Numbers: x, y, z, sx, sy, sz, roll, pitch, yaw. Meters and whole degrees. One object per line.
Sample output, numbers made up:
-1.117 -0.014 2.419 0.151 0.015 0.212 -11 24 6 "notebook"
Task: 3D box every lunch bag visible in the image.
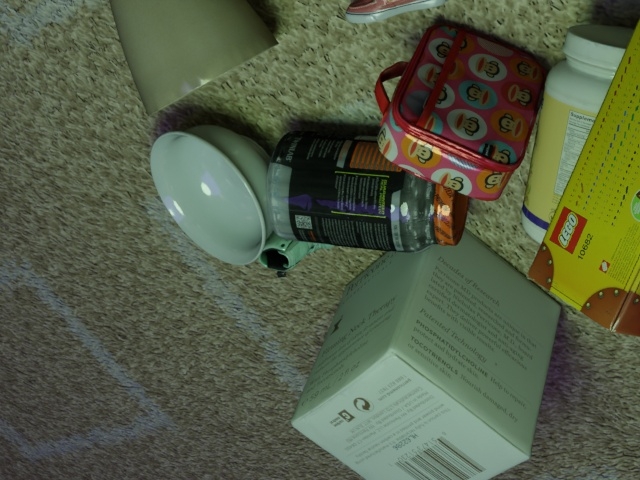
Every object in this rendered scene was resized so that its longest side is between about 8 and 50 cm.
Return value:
0.214 -0.217 1.766 0.258 0.293 0.120 23 139 2 "lunch bag"

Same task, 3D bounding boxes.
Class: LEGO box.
0.568 -0.104 1.529 0.373 0.193 0.500 13 106 -33 "LEGO box"

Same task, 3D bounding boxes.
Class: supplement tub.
0.455 -0.152 1.714 0.241 0.241 0.331 12 112 13 "supplement tub"
0.089 -0.087 1.987 0.338 0.207 0.207 7 131 18 "supplement tub"

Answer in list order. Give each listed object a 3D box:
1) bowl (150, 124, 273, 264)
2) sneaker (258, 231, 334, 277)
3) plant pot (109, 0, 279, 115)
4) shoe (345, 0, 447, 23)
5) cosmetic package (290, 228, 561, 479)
-0.176 -0.110 2.098 0.298 0.134 0.297 30 143 26 "bowl"
0.000 0.000 2.138 0.256 0.151 0.094 -11 122 28 "sneaker"
-0.249 -0.390 1.860 0.257 0.256 0.274 -23 102 36 "plant pot"
0.117 -0.413 1.795 0.178 0.063 0.081 -8 124 21 "shoe"
0.207 0.234 2.087 0.327 0.393 0.329 37 132 -12 "cosmetic package"
